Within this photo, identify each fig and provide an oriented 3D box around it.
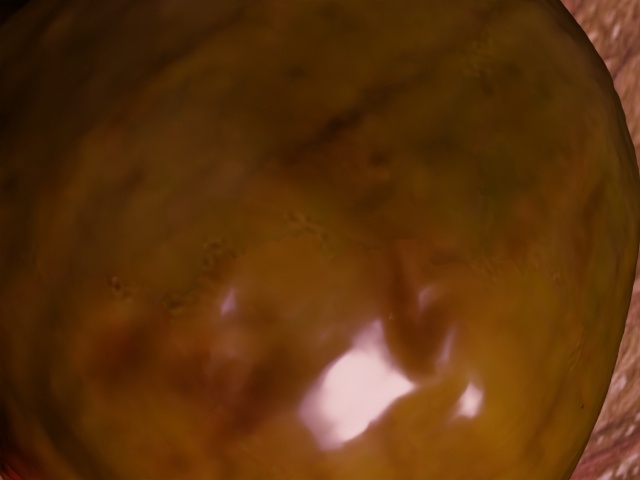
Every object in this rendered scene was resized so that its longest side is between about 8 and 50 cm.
[{"bbox_3d":[-0.009,0.002,0.684,0.343,0.343,0.343,-17,130,-22],"label":"fig"}]
